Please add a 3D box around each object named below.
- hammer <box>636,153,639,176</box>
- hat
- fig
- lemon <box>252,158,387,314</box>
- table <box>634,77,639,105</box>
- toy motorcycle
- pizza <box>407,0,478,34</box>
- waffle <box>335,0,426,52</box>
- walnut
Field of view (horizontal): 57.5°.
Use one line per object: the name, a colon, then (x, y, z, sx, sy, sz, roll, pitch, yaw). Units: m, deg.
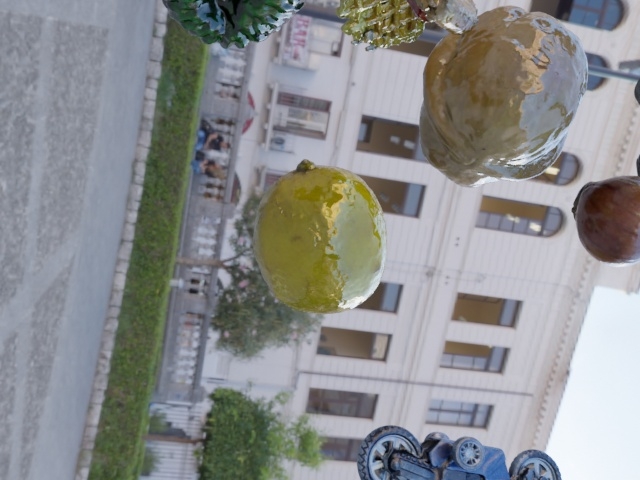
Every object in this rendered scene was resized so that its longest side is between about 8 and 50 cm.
hammer: (0.697, -0.187, 1.092, 0.242, 0.408, 0.096, -9, -106, 38)
hat: (-0.122, -0.468, 0.846, 0.274, 0.242, 0.333, -36, -137, 33)
fig: (0.608, -0.045, 1.191, 0.205, 0.205, 0.206, -172, -90, -80)
lemon: (0.001, 0.002, 1.075, 0.261, 0.260, 0.284, -103, -154, -64)
table: (0.793, -0.349, 1.331, 0.134, 0.133, 0.043, 109, -17, -47)
toy motorcycle: (0.148, 0.282, 0.631, 0.092, 0.254, 0.136, 136, -34, -70)
pizza: (0.122, -0.339, 0.737, 0.062, 0.199, 0.188, -35, 180, 27)
waffle: (0.160, -0.486, 1.132, 0.262, 0.280, 0.060, -51, -122, 29)
walnut: (0.377, -0.295, 1.231, 0.381, 0.380, 0.382, -172, -90, -80)
